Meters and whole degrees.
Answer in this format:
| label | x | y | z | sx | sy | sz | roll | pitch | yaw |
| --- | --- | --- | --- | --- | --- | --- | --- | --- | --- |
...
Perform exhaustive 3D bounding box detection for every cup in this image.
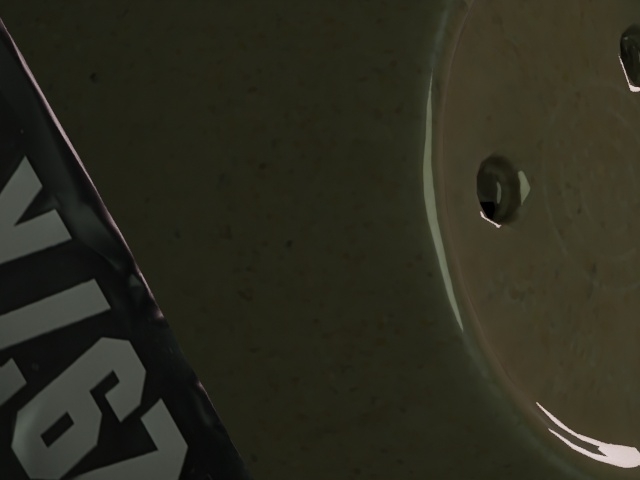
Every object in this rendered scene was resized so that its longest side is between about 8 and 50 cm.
| label | x | y | z | sx | sy | sz | roll | pitch | yaw |
| --- | --- | --- | --- | --- | --- | --- | --- | --- | --- |
| cup | 0.000 | 0.000 | 0.622 | 0.331 | 0.237 | 0.331 | 10 | 76 | -46 |

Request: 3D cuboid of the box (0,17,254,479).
| label | x | y | z | sx | sy | sz | roll | pitch | yaw |
| --- | --- | --- | --- | --- | --- | --- | --- | --- | --- |
| box | -0.147 | 0.028 | 0.449 | 0.079 | 0.257 | 0.322 | -43 | 115 | -41 |
